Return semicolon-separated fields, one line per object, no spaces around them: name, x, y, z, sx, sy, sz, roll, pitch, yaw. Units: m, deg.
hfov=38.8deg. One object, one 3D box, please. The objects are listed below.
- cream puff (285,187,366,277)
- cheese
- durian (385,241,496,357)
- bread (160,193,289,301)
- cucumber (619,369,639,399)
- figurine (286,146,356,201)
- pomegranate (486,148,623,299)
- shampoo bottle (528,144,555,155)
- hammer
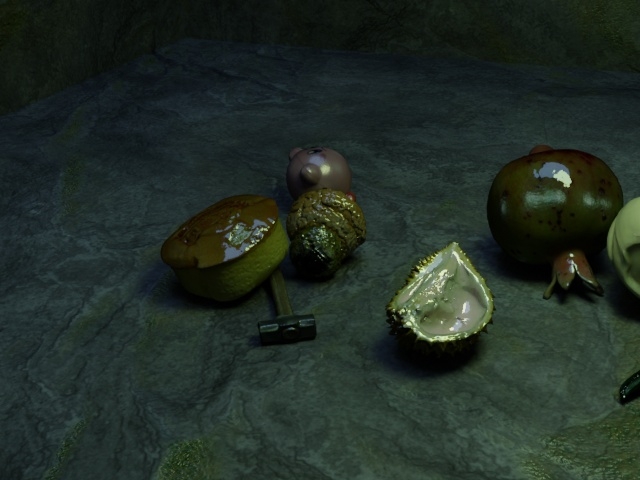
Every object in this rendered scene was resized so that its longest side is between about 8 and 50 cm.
cream puff;0.000;0.000;1.977;0.183;0.183;0.169;6;43;18
cheese;0.689;0.031;1.774;0.266;0.127;0.233;37;44;6
durian;0.222;0.137;1.706;0.183;0.138;0.249;34;45;6
bread;-0.202;0.009;1.944;0.270;0.148;0.270;-16;31;10
cucumber;0.578;0.231;1.577;0.184;0.036;0.033;-18;20;-29
figurine;-0.006;-0.156;2.275;0.173;0.173;0.173;-3;26;1
pomegranate;0.510;-0.034;1.936;0.291;0.323;0.291;-17;-4;-1
shampoo bottle;0.562;-0.168;2.327;0.086;0.085;0.244;5;27;17
hammer;-0.090;0.109;1.907;0.111;0.043;0.365;-8;25;-6
